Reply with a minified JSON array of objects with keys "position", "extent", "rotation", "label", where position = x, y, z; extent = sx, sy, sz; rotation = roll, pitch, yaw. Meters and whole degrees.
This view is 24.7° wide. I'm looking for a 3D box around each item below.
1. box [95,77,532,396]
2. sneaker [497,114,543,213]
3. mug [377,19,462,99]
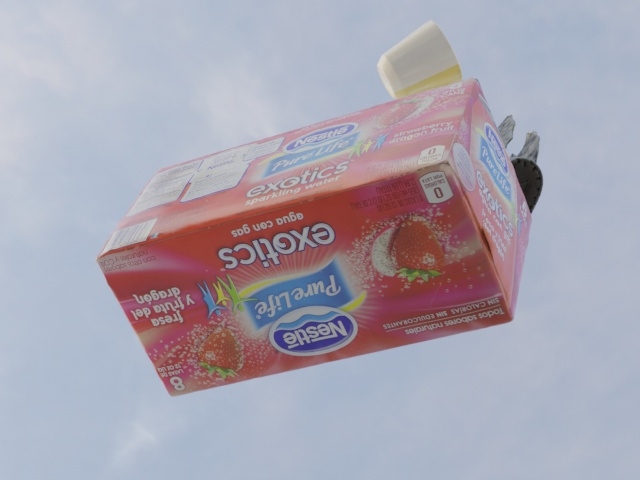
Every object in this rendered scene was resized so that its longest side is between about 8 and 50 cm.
[{"position":[0.000,0.000,0.976],"extent":[0.257,0.128,0.122],"rotation":[-15,-64,22],"label":"box"},{"position":[0.121,-0.015,1.113],"extent":[0.051,0.089,0.170],"rotation":[31,-89,-15],"label":"sneaker"},{"position":[0.091,-0.153,1.332],"extent":[0.064,0.062,0.078],"rotation":[-28,-105,-4],"label":"mug"}]
